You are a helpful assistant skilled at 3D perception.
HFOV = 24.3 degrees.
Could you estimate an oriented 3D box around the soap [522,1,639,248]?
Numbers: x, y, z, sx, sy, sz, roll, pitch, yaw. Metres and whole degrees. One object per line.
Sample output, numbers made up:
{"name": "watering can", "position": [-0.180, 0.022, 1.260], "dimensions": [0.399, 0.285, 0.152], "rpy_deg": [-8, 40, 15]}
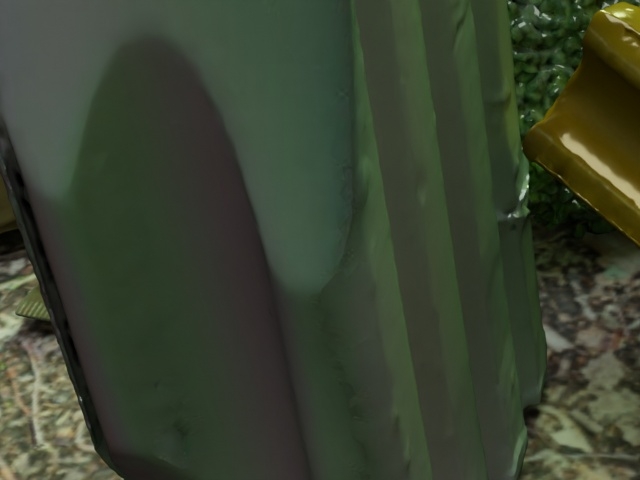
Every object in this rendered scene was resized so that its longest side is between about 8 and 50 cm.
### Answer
{"name": "soap", "position": [0.278, -0.002, 0.710], "dimensions": [0.324, 0.096, 0.204], "rpy_deg": [43, 40, 21]}

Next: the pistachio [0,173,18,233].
{"name": "pistachio", "position": [-0.236, -0.078, 1.059], "dimensions": [0.238, 0.138, 0.153], "rpy_deg": [-16, 77, 1]}

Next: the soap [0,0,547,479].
{"name": "soap", "position": [-0.007, -0.033, 0.660], "dimensions": [0.156, 0.446, 0.261], "rpy_deg": [5, 39, 20]}

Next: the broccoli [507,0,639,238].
{"name": "broccoli", "position": [0.190, -0.177, 0.972], "dimensions": [0.375, 0.249, 0.302], "rpy_deg": [-32, 43, -17]}

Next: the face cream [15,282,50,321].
{"name": "face cream", "position": [-0.074, -0.060, 1.041], "dimensions": [0.137, 0.084, 0.341], "rpy_deg": [9, 48, 22]}
